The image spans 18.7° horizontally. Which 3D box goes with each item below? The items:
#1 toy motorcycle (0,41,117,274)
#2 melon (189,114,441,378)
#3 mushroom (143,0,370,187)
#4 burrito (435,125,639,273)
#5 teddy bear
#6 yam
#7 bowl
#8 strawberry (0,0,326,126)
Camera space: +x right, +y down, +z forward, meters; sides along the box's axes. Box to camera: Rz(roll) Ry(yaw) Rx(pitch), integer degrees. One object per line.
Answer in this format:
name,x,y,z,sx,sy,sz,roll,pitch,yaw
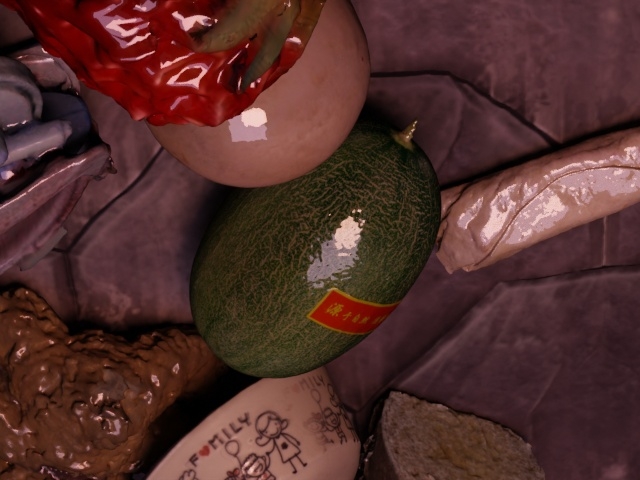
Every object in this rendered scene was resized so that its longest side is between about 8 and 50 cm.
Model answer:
toy motorcycle,-0.321,-0.020,1.633,0.319,0.182,0.241,-33,124,13
melon,0.000,0.000,1.702,0.182,0.182,0.287,25,122,-25
mushroom,-0.056,-0.134,1.601,0.206,0.206,0.209,-15,148,2
burrito,0.229,-0.048,1.780,0.275,0.059,0.082,-20,112,5
teddy bear,-0.233,0.190,1.823,0.267,0.156,0.256,11,125,-18
yam,0.095,0.323,1.956,0.202,0.201,0.271,16,128,-18
bowl,-0.052,0.233,1.826,0.238,0.126,0.238,-38,164,-13
strawberry,-0.140,-0.260,1.423,0.295,0.345,0.317,7,103,-56
